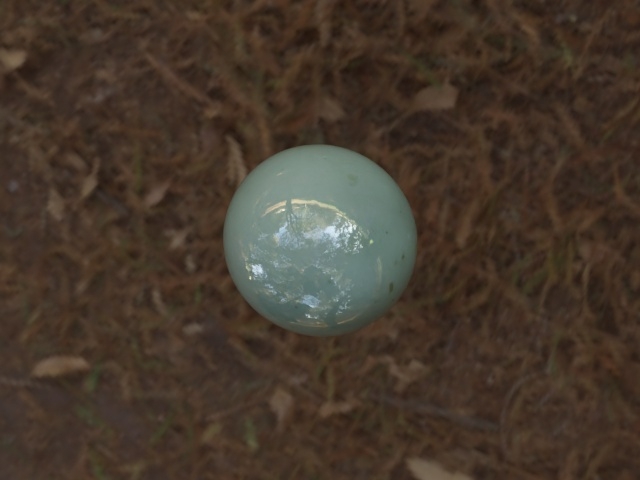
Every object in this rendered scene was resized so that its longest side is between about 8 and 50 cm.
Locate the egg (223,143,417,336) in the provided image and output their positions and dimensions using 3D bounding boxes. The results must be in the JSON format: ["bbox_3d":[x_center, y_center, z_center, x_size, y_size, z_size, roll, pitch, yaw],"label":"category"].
[{"bbox_3d":[0.000,0.000,1.129,0.149,0.192,0.149,-2,98,-14],"label":"egg"}]
